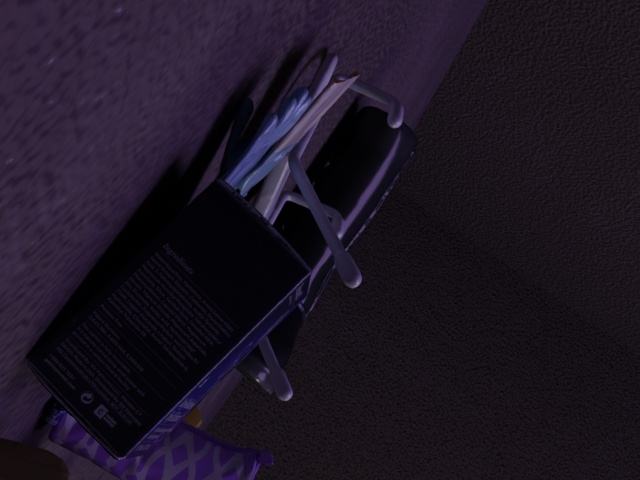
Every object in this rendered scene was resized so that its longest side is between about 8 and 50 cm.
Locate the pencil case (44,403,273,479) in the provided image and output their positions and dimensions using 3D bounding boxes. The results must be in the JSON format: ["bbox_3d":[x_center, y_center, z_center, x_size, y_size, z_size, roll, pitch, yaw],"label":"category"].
[{"bbox_3d":[-0.155,0.191,0.975,0.088,0.206,0.086,-59,-171,7],"label":"pencil case"}]

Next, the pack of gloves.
[{"bbox_3d":[-0.078,-0.073,0.943,0.232,0.046,0.195,-46,179,23],"label":"pack of gloves"}]

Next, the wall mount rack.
[{"bbox_3d":[-0.016,-0.016,1.130,0.304,0.130,0.350,-67,-177,-46],"label":"wall mount rack"}]

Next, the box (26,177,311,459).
[{"bbox_3d":[-0.115,0.068,0.842,0.207,0.108,0.153,-44,174,-7],"label":"box"}]

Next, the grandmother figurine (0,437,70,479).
[{"bbox_3d":[-0.319,0.326,0.833,0.342,0.104,0.208,-60,168,25],"label":"grandmother figurine"}]

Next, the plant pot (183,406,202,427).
[{"bbox_3d":[-0.232,0.278,1.570,0.081,0.083,0.081,-57,176,35],"label":"plant pot"}]

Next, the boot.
[{"bbox_3d":[-0.001,0.000,1.533,0.445,0.146,0.367,-51,-174,-5],"label":"boot"}]
